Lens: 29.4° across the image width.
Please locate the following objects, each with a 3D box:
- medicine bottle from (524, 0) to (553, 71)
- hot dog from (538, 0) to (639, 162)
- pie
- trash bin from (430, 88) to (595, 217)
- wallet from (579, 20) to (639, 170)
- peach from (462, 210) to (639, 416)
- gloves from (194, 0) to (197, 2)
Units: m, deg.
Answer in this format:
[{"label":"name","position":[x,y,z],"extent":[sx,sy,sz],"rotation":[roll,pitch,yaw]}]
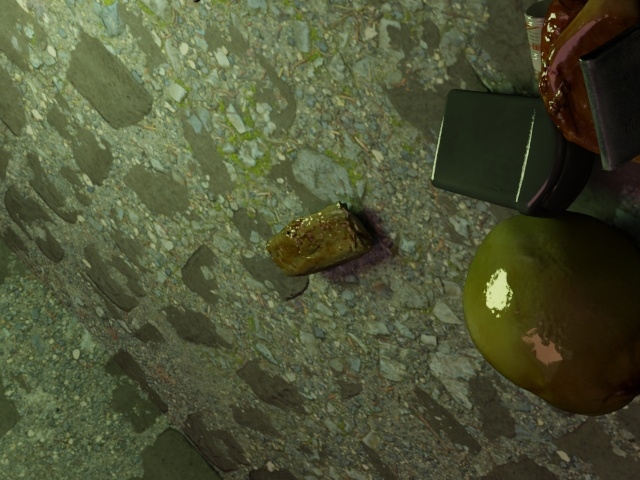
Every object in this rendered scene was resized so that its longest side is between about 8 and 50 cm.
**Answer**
[{"label":"medicine bottle","position":[0.320,-0.287,1.717],"extent":[0.057,0.057,0.089],"rotation":[16,136,38]},{"label":"hot dog","position":[0.370,-0.224,1.632],"extent":[0.153,0.150,0.257],"rotation":[-7,123,24]},{"label":"pie","position":[0.000,0.000,2.367],"extent":[0.129,0.068,0.282],"rotation":[52,146,-10]},{"label":"trash bin","position":[0.288,-0.133,1.819],"extent":[0.236,0.101,0.177],"rotation":[17,100,43]},{"label":"wallet","position":[0.424,-0.205,1.541],"extent":[0.036,0.222,0.167],"rotation":[26,141,52]},{"label":"peach","position":[0.374,0.105,1.851],"extent":[0.314,0.281,0.316],"rotation":[38,-170,-17]},{"label":"gloves","position":[-0.267,-0.525,2.085],"extent":[0.142,0.119,0.285],"rotation":[-21,122,44]}]
